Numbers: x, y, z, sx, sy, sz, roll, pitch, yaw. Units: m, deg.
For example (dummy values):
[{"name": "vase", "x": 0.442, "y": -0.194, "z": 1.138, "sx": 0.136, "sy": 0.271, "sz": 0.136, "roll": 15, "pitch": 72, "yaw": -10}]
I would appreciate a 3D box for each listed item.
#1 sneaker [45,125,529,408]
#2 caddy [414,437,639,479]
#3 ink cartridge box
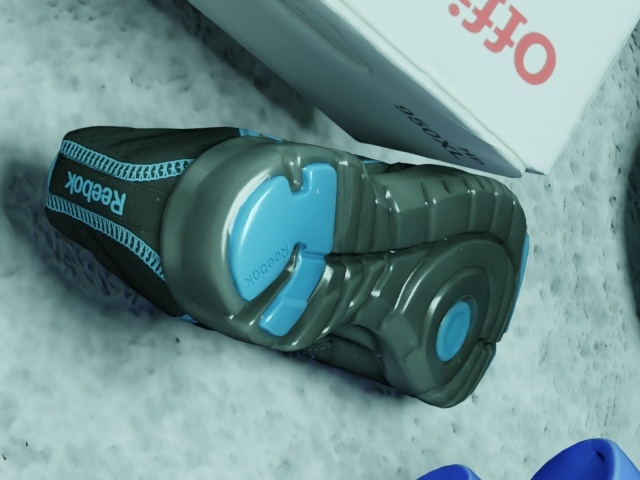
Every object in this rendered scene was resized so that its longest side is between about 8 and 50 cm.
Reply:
[{"name": "sneaker", "x": 0.000, "y": 0.000, "z": 0.965, "sx": 0.341, "sy": 0.139, "sz": 0.125, "roll": 25, "pitch": 84, "yaw": -59}, {"name": "caddy", "x": 0.079, "y": 0.256, "z": 0.913, "sx": 0.179, "sy": 0.241, "sz": 0.341, "roll": 54, "pitch": 53, "yaw": -14}, {"name": "ink cartridge box", "x": 0.068, "y": -0.271, "z": 0.907, "sx": 0.285, "sy": 0.166, "sz": 0.395, "roll": 37, "pitch": 77, "yaw": -31}]
